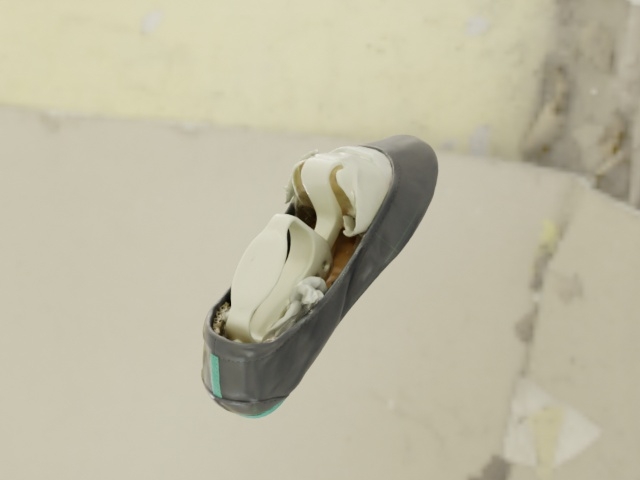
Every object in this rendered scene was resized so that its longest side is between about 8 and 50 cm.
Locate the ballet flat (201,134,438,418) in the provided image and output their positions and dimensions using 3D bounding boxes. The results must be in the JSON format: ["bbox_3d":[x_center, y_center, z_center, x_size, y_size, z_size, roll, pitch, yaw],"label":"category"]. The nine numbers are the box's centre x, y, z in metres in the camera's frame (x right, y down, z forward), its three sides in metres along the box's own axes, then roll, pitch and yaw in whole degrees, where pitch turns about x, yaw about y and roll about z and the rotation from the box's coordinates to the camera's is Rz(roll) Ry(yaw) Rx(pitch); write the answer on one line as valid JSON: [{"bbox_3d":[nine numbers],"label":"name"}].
[{"bbox_3d":[0.000,0.000,0.829,0.203,0.074,0.074,-55,11,-30],"label":"ballet flat"}]
